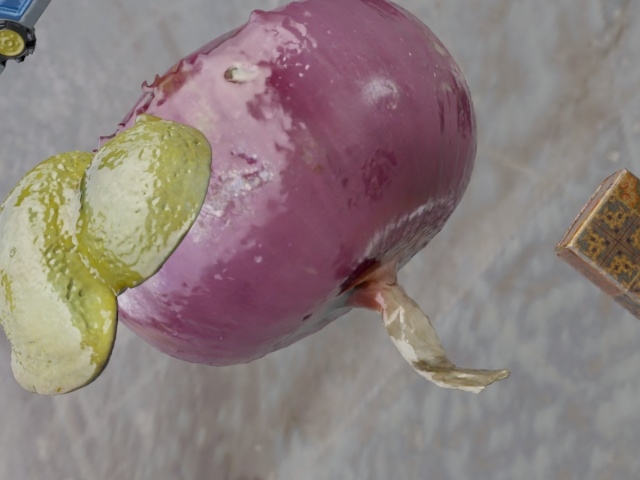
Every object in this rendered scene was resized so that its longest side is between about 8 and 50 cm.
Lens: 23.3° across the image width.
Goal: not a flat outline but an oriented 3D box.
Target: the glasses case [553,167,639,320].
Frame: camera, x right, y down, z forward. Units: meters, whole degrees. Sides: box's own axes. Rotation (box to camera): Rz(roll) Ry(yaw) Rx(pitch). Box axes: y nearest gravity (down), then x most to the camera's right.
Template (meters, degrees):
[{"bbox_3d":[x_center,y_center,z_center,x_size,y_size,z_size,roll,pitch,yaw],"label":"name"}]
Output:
[{"bbox_3d":[0.275,0.045,1.112,0.075,0.218,0.049,-52,2,-11],"label":"glasses case"}]

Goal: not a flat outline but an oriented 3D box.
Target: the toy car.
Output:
[{"bbox_3d":[-0.258,-0.228,1.277,0.191,0.100,0.097,-45,30,35],"label":"toy car"}]

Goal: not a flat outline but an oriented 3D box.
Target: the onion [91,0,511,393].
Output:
[{"bbox_3d":[-0.029,-0.023,1.296,0.358,0.358,0.345,-15,88,67],"label":"onion"}]

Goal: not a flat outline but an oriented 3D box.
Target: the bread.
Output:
[{"bbox_3d":[-0.135,-0.002,0.905,0.149,0.065,0.187,-19,45,34],"label":"bread"}]
